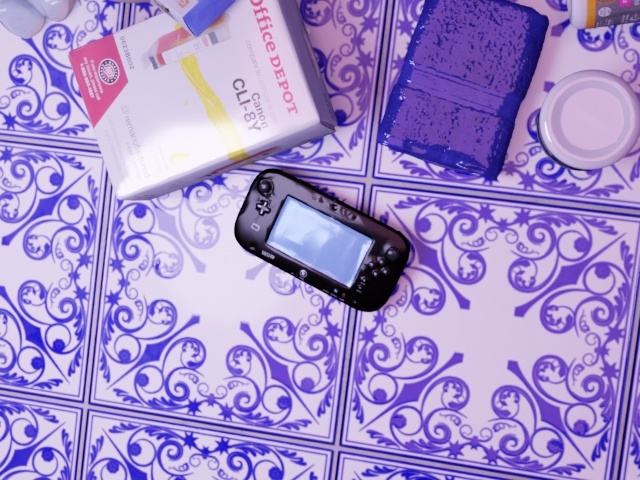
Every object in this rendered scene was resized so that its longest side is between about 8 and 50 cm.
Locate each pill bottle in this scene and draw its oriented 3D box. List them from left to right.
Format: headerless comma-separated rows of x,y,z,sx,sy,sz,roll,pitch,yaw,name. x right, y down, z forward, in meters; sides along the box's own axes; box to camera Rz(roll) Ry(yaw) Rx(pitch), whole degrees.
0.429,-0.189,1.608,0.153,0.264,0.153,1,94,10,pill bottle
0.549,-0.444,1.627,0.278,0.162,0.162,-6,91,11,pill bottle

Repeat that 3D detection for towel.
0.250,-0.280,1.739,0.227,0.076,0.308,19,95,2,towel

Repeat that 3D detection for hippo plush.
-0.591,-0.532,1.843,0.294,0.234,0.236,-19,58,-4,hippo plush

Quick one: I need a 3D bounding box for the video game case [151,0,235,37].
-0.192,-0.500,1.647,0.269,0.061,0.244,-45,59,-5,video game case

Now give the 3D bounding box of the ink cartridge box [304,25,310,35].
-0.137,-0.311,1.814,0.171,0.056,0.235,28,95,8,ink cartridge box

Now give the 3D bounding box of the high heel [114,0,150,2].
-0.253,-0.569,1.824,0.377,0.127,0.181,-16,56,17,high heel

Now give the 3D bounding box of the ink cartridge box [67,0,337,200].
-0.200,-0.261,1.718,0.384,0.160,0.279,-20,88,11,ink cartridge box

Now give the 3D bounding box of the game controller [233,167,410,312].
0.000,0.000,1.796,0.319,0.067,0.166,28,97,9,game controller
